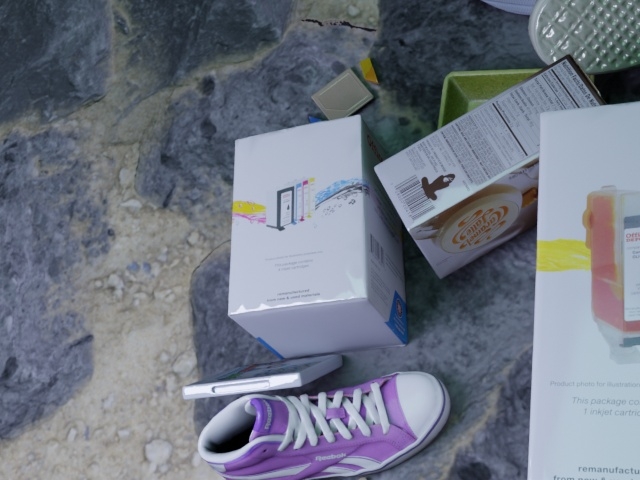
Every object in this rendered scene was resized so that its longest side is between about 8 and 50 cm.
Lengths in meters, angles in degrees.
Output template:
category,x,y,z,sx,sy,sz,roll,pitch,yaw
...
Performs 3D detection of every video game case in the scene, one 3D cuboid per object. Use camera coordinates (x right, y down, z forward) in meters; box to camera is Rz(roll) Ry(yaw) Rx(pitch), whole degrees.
category,x,y,z,sx,sy,sz,roll,pitch,yaw
video game case,-0.064,0.158,1.196,0.143,0.157,0.019,-10,88,18

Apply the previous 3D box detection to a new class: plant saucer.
category,x,y,z,sx,sy,sz,roll,pitch,yaw
plant saucer,0.237,-0.119,1.261,0.188,0.045,0.188,2,68,22

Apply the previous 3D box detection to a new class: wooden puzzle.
category,x,y,z,sx,sy,sz,roll,pitch,yaw
wooden puzzle,0.031,-0.195,1.398,0.116,0.014,0.078,-31,55,6

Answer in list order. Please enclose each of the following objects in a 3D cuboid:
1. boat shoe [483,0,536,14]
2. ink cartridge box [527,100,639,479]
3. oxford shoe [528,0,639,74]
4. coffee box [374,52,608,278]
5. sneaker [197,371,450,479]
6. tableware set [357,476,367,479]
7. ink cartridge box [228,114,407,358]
category,x,y,z,sx,sy,sz,roll,pitch,yaw
boat shoe,0.214,-0.381,1.357,0.302,0.109,0.094,24,73,31
ink cartridge box,0.306,0.095,1.002,0.160,0.279,0.384,-2,66,22
oxford shoe,0.468,-0.282,1.189,0.449,0.169,0.130,-5,22,12
coffee box,0.204,-0.078,1.148,0.246,0.141,0.098,-30,59,6
sneaker,0.000,0.207,1.143,0.282,0.161,0.102,-23,59,10
tableware set,0.044,0.358,1.137,0.141,0.020,0.169,-46,58,-5
ink cartridge box,0.000,0.000,1.229,0.168,0.171,0.232,-9,64,18
